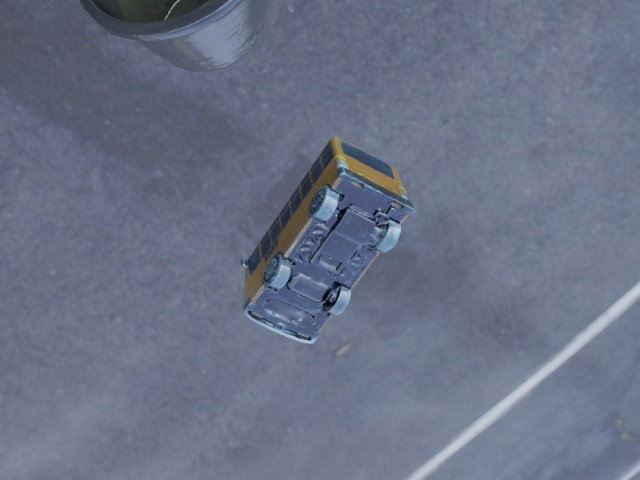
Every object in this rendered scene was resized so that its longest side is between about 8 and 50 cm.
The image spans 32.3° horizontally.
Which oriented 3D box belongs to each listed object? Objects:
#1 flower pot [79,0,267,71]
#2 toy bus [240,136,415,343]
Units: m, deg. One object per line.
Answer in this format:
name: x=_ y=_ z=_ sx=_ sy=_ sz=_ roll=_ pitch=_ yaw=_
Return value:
flower pot: x=-0.168 y=-0.329 z=1.449 sx=0.269 sy=0.269 sz=0.166 roll=-35 pitch=146 yaw=-4
toy bus: x=0.000 y=0.000 z=1.072 sx=0.091 sy=0.103 sz=0.182 roll=25 pitch=116 yaw=-22
